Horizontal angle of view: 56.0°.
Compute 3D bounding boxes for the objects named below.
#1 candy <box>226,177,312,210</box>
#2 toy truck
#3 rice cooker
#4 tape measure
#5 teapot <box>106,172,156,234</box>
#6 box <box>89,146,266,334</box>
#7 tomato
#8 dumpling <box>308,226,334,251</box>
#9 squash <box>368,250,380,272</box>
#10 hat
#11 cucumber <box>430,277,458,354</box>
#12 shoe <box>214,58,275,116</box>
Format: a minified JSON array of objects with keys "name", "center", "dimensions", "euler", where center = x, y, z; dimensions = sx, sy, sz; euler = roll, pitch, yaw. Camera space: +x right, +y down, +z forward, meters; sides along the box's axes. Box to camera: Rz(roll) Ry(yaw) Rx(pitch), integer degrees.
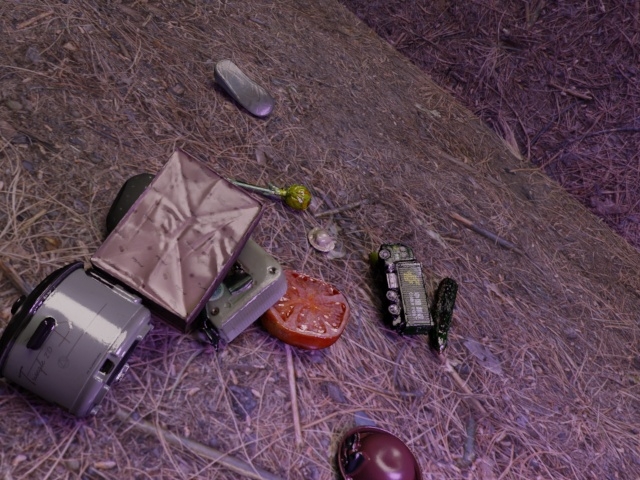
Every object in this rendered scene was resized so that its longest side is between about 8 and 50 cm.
[{"name":"candy","center":[-0.153,-0.151,1.802],"dimensions":[0.262,0.077,0.073],"euler":[13,38,-12]},{"name":"toy truck","center":[0.228,0.132,1.684],"dimensions":[0.121,0.088,0.259],"euler":[-2,61,-8]},{"name":"rice cooker","center":[-0.447,0.172,1.086],"dimensions":[0.227,0.241,0.280],"euler":[32,-7,-6]},{"name":"tape measure","center":[-0.216,0.103,1.375],"dimensions":[0.235,0.115,0.207],"euler":[-40,63,-18]},{"name":"teapot","center":[-0.370,-0.041,1.440],"dimensions":[0.250,0.183,0.184],"euler":[28,36,-23]},{"name":"box","center":[-0.289,0.006,1.240],"dimensions":[0.225,0.190,0.297],"euler":[33,71,-3]},{"name":"tomato","center":[-0.045,0.179,1.485],"dimensions":[0.236,0.095,0.237],"euler":[16,39,-13]},{"name":"dumpling","center":[0.000,0.001,1.762],"dimensions":[0.076,0.057,0.052],"euler":[53,-3,-12]},{"name":"squash","center":[0.224,0.102,1.791],"dimensions":[0.201,0.066,0.066],"euler":[39,37,18]},{"name":"hat","center":[0.138,0.478,1.292],"dimensions":[0.205,0.089,0.205],"euler":[19,40,-17]},{"name":"cucumber","center":[0.354,0.219,1.752],"dimensions":[0.067,0.067,0.293],"euler":[31,39,-3]},{"name":"shoe","center":[-0.269,-0.528,2.111],"dimensions":[0.251,0.103,0.100],"euler":[43,-7,-8]}]
